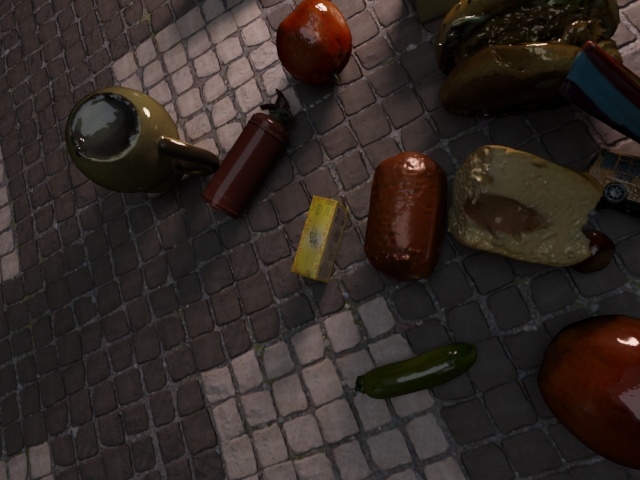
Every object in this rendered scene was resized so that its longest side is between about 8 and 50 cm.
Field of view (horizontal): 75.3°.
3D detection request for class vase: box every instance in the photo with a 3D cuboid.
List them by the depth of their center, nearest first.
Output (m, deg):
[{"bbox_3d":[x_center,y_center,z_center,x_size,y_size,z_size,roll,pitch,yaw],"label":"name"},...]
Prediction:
[{"bbox_3d":[-0.413,-0.217,1.031,0.330,0.302,0.240,11,83,3],"label":"vase"}]

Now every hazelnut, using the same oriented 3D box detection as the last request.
[{"bbox_3d":[0.487,0.020,0.757,0.087,0.086,0.086,-4,79,19],"label":"hazelnut"}]

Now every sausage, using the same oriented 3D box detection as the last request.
[{"bbox_3d":[0.173,-0.051,0.835,0.141,0.153,0.267,4,80,28],"label":"sausage"}]

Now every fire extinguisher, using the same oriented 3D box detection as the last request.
[{"bbox_3d":[-0.171,-0.226,1.025,0.147,0.107,0.336,34,91,43],"label":"fire extinguisher"}]

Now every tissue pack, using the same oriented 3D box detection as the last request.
[{"bbox_3d":[0.000,0.000,0.917,0.062,0.095,0.175,15,86,21],"label":"tissue pack"}]

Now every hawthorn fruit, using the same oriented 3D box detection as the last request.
[{"bbox_3d":[-0.003,-0.446,0.968,0.179,0.179,0.200,-38,83,9],"label":"hawthorn fruit"}]

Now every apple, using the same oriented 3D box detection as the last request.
[{"bbox_3d":[0.471,0.229,0.653,0.230,0.230,0.229,-4,79,19],"label":"apple"}]

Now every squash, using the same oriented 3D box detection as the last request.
[{"bbox_3d":[0.185,0.263,0.817,0.258,0.069,0.069,-23,73,14],"label":"squash"}]

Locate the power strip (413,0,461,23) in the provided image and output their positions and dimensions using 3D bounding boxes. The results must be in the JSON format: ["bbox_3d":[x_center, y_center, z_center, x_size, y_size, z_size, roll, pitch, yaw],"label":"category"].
[{"bbox_3d":[0.304,-0.610,0.905,0.225,0.139,0.140,-16,74,16],"label":"power strip"}]

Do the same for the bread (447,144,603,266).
[{"bbox_3d":[0.355,-0.068,0.779,0.224,0.211,0.183,11,99,-5],"label":"bread"}]

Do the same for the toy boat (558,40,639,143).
[{"bbox_3d":[0.542,-0.196,0.665,0.393,0.079,0.136,19,46,-16],"label":"toy boat"}]

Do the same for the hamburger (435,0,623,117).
[{"bbox_3d":[0.378,-0.353,0.767,0.319,0.277,0.194,0,88,14],"label":"hamburger"}]

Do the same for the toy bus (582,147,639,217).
[{"bbox_3d":[0.563,-0.096,0.741,0.182,0.091,0.103,24,90,21],"label":"toy bus"}]
